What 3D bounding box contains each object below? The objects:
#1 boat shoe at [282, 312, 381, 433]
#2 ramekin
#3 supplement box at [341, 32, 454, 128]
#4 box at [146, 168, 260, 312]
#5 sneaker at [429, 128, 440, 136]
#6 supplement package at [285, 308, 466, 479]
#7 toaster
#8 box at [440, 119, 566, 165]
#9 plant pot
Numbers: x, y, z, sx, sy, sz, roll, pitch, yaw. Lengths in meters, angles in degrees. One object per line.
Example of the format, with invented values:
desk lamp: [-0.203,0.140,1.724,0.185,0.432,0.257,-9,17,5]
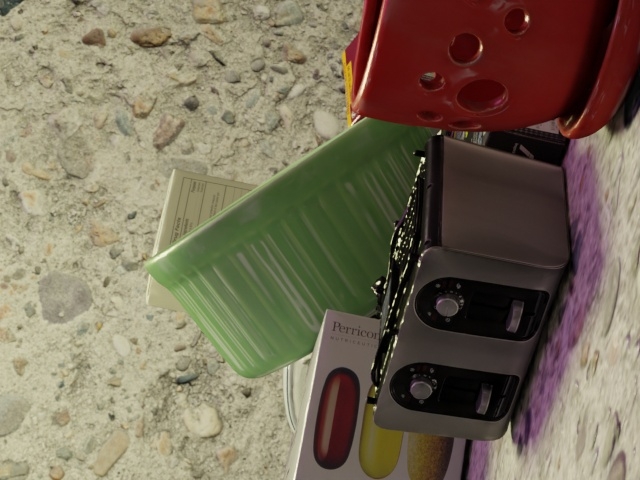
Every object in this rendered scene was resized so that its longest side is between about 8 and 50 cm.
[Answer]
boat shoe: [0.061,0.067,1.812,0.156,0.136,0.367,-117,49,-80]
ramekin: [0.000,0.000,1.614,0.303,0.148,0.303,-33,3,2]
supplement box: [0.100,-0.199,1.821,0.188,0.081,0.104,133,139,-51]
box: [-0.056,0.025,2.185,0.121,0.311,0.148,106,175,-51]
sneaker: [0.132,-0.209,1.917,0.098,0.083,0.224,-105,28,-72]
supplement package: [0.040,0.202,1.421,0.134,0.139,0.244,107,174,-64]
toaster: [0.103,0.031,1.240,0.186,0.110,0.168,-83,7,-56]
box: [0.146,-0.090,1.416,0.270,0.060,0.216,-81,4,-48]
plant pot: [0.119,-0.157,1.112,0.191,0.174,0.191,-167,90,-87]
